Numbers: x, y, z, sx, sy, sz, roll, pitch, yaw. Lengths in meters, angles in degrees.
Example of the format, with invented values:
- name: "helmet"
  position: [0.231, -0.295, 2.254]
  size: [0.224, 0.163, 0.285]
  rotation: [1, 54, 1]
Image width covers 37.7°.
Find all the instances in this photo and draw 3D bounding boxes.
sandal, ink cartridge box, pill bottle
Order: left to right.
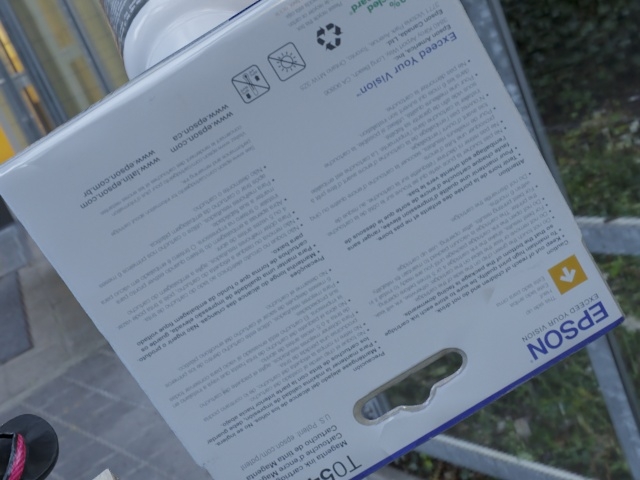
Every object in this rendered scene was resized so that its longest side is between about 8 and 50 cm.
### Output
- name: "sandal"
  position: [-0.261, 0.184, 0.735]
  size: [0.067, 0.040, 0.179]
  rotation: [6, 23, 12]
- name: "pill bottle"
  position: [-0.144, -0.234, 1.007]
  size: [0.161, 0.161, 0.283]
  rotation: [-24, 48, -3]
- name: "ink cartridge box"
  position: [0.000, 0.000, 0.669]
  size: [0.324, 0.330, 0.071]
  rotation: [-31, 17, 3]

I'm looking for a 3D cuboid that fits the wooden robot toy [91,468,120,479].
- name: "wooden robot toy"
  position: [-0.092, 0.183, 0.577]
  size: [0.076, 0.173, 0.079]
  rotation: [-50, 39, 3]
